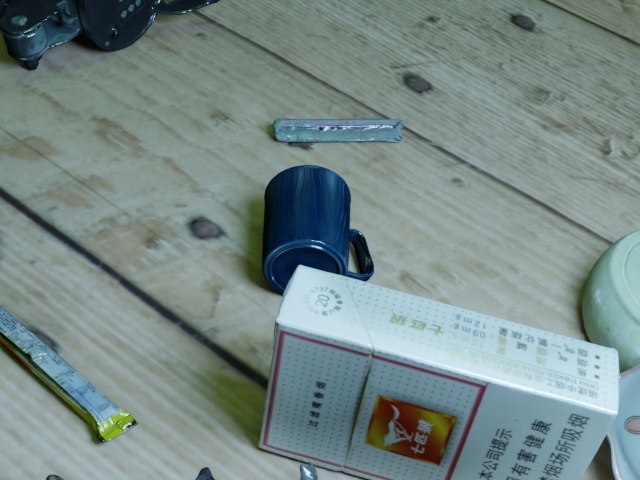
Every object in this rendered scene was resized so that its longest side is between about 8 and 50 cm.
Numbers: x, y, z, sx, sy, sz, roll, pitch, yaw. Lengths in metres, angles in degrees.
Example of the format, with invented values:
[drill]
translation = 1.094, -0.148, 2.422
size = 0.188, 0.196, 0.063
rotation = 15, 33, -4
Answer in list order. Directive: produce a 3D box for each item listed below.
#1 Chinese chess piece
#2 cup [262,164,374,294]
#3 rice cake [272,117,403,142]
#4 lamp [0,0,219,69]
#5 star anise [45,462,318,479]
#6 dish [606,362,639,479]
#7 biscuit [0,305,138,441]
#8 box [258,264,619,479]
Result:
[Chinese chess piece]
translation = 0.460, 0.092, 1.207
size = 0.250, 0.101, 0.250
rotation = 5, 44, -5
[cup]
translation = -0.001, -0.008, 1.219
size = 0.150, 0.113, 0.138
rotation = 4, 45, -3
[rice cake]
translation = 0.029, -0.168, 1.455
size = 0.208, 0.033, 0.033
rotation = -2, 34, -14
[lamp]
translation = -0.388, -0.448, 1.547
size = 0.374, 0.205, 0.272
rotation = -33, 61, -23
[star anise]
translation = -0.055, 0.316, 0.863
size = 0.316, 0.139, 0.359
rotation = -3, 32, -35
[dish]
translation = 0.410, 0.233, 1.052
size = 0.230, 0.081, 0.229
rotation = 1, 53, -1
[biscuit]
translation = -0.321, 0.128, 1.079
size = 0.292, 0.026, 0.048
rotation = 35, 44, 24
[box]
translation = 0.110, 0.165, 0.983
size = 0.330, 0.210, 0.095
rotation = 16, 42, 6
